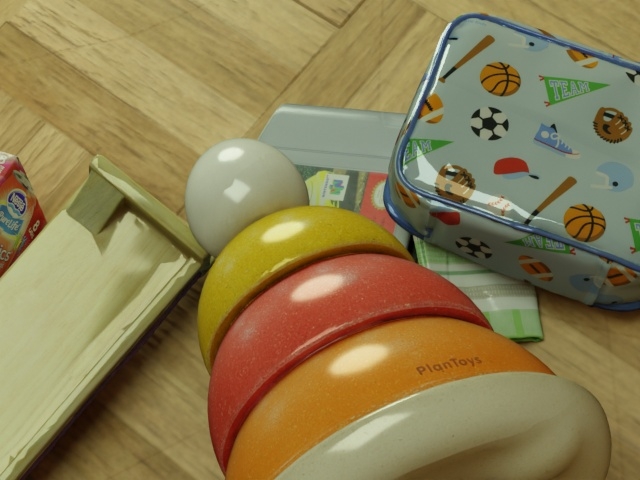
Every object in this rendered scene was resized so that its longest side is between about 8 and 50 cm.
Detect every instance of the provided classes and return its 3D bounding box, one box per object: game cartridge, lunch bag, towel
[{"bbox_3d":[0.000,0.000,1.854,0.196,0.060,0.294,4,66,21],"label":"game cartridge"},{"bbox_3d":[0.228,-0.079,1.766,0.303,0.115,0.243,21,64,5],"label":"lunch bag"},{"bbox_3d":[0.150,0.026,1.788,0.113,0.023,0.152,-3,66,-13],"label":"towel"}]

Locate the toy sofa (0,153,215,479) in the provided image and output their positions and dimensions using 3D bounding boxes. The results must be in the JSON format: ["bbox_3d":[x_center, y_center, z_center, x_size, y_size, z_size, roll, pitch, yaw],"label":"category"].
[{"bbox_3d":[-0.271,0.104,1.837,0.150,0.177,0.362,39,78,4],"label":"toy sofa"}]

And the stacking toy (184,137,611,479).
[{"bbox_3d":[0.010,0.087,1.661,0.351,0.350,0.480,-27,54,1],"label":"stacking toy"}]

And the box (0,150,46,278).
[{"bbox_3d":[-0.431,-0.039,1.937,0.257,0.122,0.128,17,60,22],"label":"box"}]
